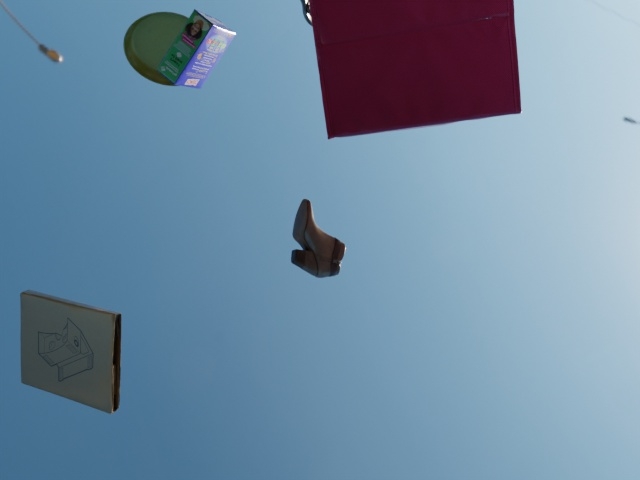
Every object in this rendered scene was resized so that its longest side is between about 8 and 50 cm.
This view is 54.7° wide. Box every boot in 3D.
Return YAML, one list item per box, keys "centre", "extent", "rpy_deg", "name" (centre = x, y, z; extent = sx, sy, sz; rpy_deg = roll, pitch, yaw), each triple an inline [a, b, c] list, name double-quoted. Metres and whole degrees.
- centre: [0.000, 0.000, 0.989]
  extent: [0.087, 0.042, 0.119]
  rpy_deg: [12, -92, -27]
  name: "boot"

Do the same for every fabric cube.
- centre: [0.132, -0.296, 0.905]
  extent: [0.258, 0.259, 0.254]
  rpy_deg: [-6, -168, 9]
  name: "fabric cube"

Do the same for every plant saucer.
- centre: [-0.408, -0.524, 1.679]
  extent: [0.240, 0.241, 0.037]
  rpy_deg: [8, -127, -20]
  name: "plant saucer"

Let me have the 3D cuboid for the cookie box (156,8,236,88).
- centre: [-0.188, -0.289, 0.945]
  extent: [0.040, 0.107, 0.092]
  rpy_deg: [39, -164, 5]
  name: "cookie box"

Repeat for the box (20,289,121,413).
- centre: [-0.407, 0.176, 1.002]
  extent: [0.201, 0.165, 0.021]
  rpy_deg: [10, -168, 24]
  name: "box"

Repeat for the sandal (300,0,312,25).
- centre: [0.005, -0.540, 1.409]
  extent: [0.090, 0.219, 0.060]
  rpy_deg: [-44, -104, 1]
  name: "sandal"
